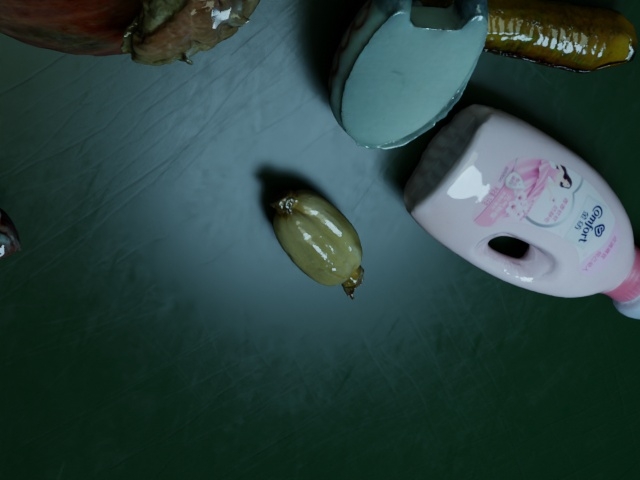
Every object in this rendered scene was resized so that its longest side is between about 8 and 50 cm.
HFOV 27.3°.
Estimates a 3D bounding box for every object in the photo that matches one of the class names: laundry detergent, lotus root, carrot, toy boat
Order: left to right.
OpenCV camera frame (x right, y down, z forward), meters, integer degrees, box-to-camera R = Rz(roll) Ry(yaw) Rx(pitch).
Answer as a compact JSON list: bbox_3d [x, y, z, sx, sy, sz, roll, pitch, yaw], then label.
[{"bbox_3d":[0.000,0.000,1.355,0.073,0.062,0.150,-51,123,-16],"label":"lotus root"},{"bbox_3d":[0.076,-0.175,1.251,0.134,0.078,0.207,-3,144,-21],"label":"toy boat"},{"bbox_3d":[0.193,-0.216,1.310,0.260,0.070,0.070,8,112,-20],"label":"carrot"},{"bbox_3d":[0.250,-0.012,1.413,0.335,0.088,0.159,30,107,-28],"label":"laundry detergent"}]

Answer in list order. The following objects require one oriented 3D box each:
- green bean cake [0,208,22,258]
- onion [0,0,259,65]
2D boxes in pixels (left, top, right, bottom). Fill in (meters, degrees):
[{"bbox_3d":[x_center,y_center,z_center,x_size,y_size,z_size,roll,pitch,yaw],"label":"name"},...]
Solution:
[{"bbox_3d":[-0.419,-0.020,1.179,0.233,0.097,0.198,-32,119,-10],"label":"green bean cake"},{"bbox_3d":[-0.171,-0.309,1.019,0.354,0.353,0.353,-7,117,-14],"label":"onion"}]
